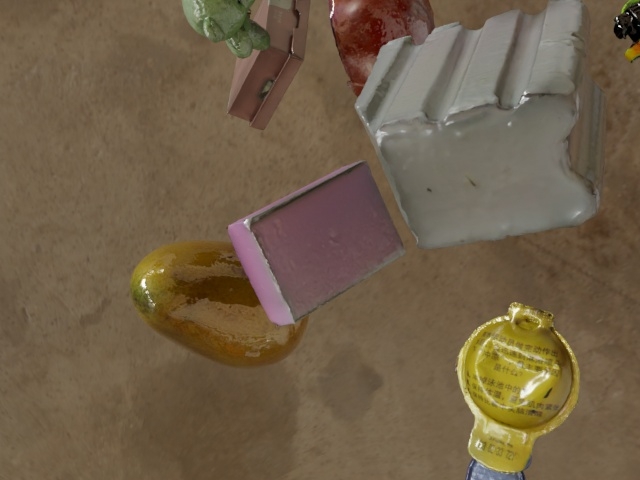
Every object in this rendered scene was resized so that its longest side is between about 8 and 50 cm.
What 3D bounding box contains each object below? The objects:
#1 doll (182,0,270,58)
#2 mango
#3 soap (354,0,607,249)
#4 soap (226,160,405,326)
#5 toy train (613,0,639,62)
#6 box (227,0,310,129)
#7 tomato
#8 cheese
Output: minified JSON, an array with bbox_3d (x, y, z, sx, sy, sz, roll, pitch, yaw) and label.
[{"bbox_3d":[-0.098,-0.256,1.005,0.078,0.150,0.115,-32,82,13],"label":"doll"},{"bbox_3d":[-0.191,0.113,1.709,0.378,0.221,0.264,16,25,-43],"label":"mango"},{"bbox_3d":[0.251,-0.187,1.396,0.350,0.212,0.435,-10,26,20],"label":"soap"},{"bbox_3d":[-0.001,0.000,1.469,0.259,0.081,0.181,-31,99,-33],"label":"soap"},{"bbox_3d":[0.569,-0.342,1.324,0.296,0.100,0.160,-31,86,-9],"label":"toy train"},{"bbox_3d":[-0.103,-0.371,1.820,0.086,0.215,0.215,18,49,-17],"label":"box"},{"bbox_3d":[0.151,-0.440,1.972,0.176,0.334,0.289,-7,31,25],"label":"tomato"},{"bbox_3d":[0.231,0.201,1.113,0.157,0.064,0.250,16,97,30],"label":"cheese"}]
